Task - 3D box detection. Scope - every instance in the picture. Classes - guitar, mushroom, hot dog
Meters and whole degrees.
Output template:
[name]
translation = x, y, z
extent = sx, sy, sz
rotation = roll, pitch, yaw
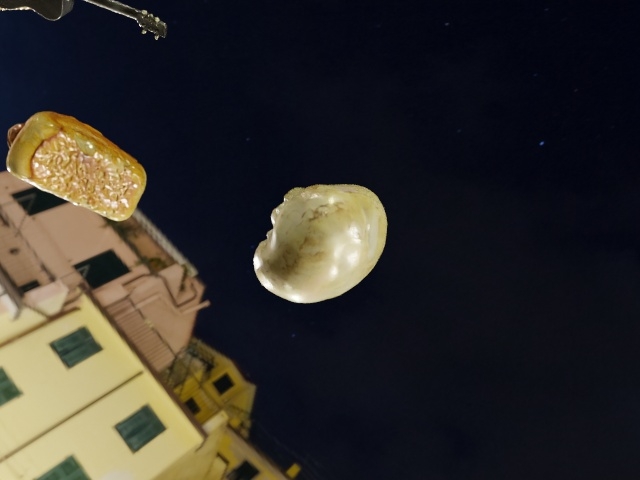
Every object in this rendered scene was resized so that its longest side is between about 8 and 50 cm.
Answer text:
[guitar]
translation = -0.270, -0.265, 0.788
extent = 0.233, 0.025, 0.088
rotation = 23, -46, 7
[mushroom]
translation = 0.000, 0.000, 0.744
extent = 0.112, 0.148, 0.148
rotation = 41, -53, 21
[hot dog]
translation = -0.456, -0.140, 1.341
extent = 0.153, 0.257, 0.150
rotation = 32, -88, 43

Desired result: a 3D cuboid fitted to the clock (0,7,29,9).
[clock]
translation = -0.560, -0.428, 1.122
extent = 0.244, 0.317, 0.200
rotation = -140, -131, -59
